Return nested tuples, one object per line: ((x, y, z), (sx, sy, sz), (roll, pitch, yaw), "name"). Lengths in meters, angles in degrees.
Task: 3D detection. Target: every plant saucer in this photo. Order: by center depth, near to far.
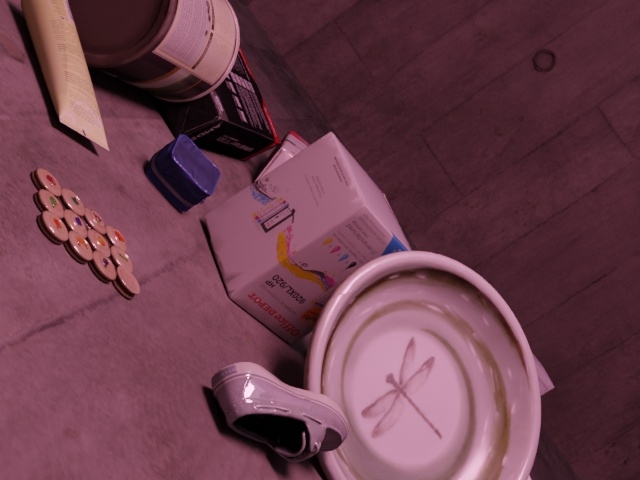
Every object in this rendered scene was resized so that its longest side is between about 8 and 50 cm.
((0.130, 0.218, 1.415), (0.400, 0.400, 0.100), (53, -33, -10), "plant saucer")

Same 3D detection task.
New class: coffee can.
((-0.257, -0.328, 1.510), (0.201, 0.202, 0.275), (57, 11, 10), "coffee can")

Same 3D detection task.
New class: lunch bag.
((-0.193, -0.090, 1.428), (0.098, 0.065, 0.067), (48, 33, -22), "lunch bag")

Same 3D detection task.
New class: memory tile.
((-0.248, -0.007, 1.079), (0.148, 0.012, 0.113), (46, 14, -41), "memory tile")

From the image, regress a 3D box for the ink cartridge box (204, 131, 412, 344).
((-0.016, 0.001, 1.475), (0.171, 0.233, 0.168), (44, 17, -46), "ink cartridge box")

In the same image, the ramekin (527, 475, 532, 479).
((0.234, 0.375, 1.648), (0.277, 0.135, 0.277), (51, 16, -20), "ramekin")

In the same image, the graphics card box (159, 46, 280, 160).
((-0.198, -0.277, 1.829), (0.232, 0.094, 0.371), (67, 11, 5), "graphics card box")

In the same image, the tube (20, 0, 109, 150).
((-0.328, -0.222, 1.292), (0.070, 0.062, 0.240), (-8, 58, -28), "tube")

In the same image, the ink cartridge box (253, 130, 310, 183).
((-0.032, -0.117, 2.042), (0.172, 0.100, 0.237), (39, 13, -7), "ink cartridge box")

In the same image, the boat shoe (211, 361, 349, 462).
((-0.040, 0.214, 1.167), (0.227, 0.079, 0.081), (36, 29, -45), "boat shoe")

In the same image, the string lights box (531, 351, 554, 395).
((0.262, 0.268, 1.794), (0.133, 0.260, 0.076), (50, 10, -19), "string lights box")
